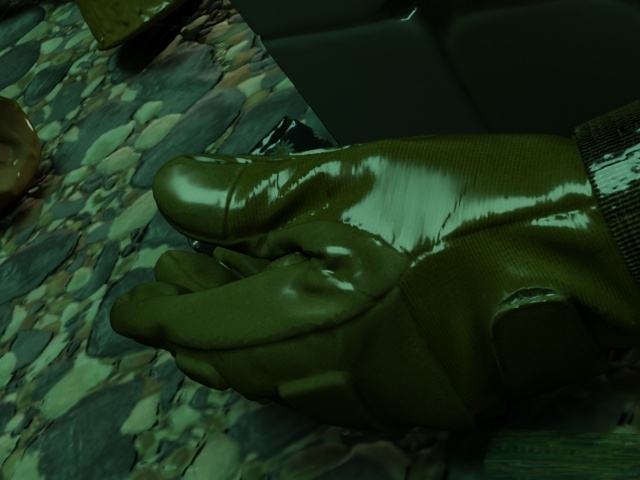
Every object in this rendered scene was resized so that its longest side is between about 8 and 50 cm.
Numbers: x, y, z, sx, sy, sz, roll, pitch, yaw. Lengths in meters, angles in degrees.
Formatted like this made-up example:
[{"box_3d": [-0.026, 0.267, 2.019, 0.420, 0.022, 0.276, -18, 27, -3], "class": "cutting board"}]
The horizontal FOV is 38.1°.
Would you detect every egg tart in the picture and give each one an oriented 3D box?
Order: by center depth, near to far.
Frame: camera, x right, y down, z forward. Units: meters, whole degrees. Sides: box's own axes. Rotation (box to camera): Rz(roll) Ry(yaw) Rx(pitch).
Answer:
[{"box_3d": [-0.184, -0.312, 0.979, 0.215, 0.171, 0.215, -30, 23, 14], "class": "egg tart"}]

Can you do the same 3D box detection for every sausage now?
[{"box_3d": [-0.431, -0.070, 0.958, 0.354, 0.116, 0.134, -6, 60, 38], "class": "sausage"}]

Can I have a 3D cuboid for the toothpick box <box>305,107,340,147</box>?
[{"box_3d": [0.037, -0.079, 0.649, 0.083, 0.052, 0.052, -7, 45, 30], "class": "toothpick box"}]

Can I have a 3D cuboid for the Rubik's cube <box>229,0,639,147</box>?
[{"box_3d": [0.124, -0.277, 0.459, 0.347, 0.344, 0.346, 1, 56, 39], "class": "Rubik's cube"}]

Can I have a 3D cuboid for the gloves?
[{"box_3d": [0.040, 0.021, 0.443, 0.331, 0.154, 0.141, -14, 70, 22], "class": "gloves"}]

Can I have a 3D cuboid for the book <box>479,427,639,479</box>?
[{"box_3d": [0.118, 0.172, 0.333, 0.160, 0.024, 0.228, -5, 46, 32], "class": "book"}]

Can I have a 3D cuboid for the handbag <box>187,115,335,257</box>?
[{"box_3d": [0.000, 0.000, 0.590, 0.139, 0.072, 0.115, 30, 71, 37], "class": "handbag"}]
